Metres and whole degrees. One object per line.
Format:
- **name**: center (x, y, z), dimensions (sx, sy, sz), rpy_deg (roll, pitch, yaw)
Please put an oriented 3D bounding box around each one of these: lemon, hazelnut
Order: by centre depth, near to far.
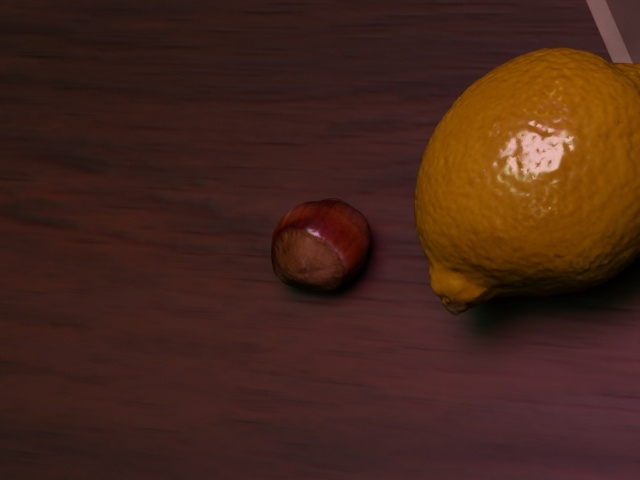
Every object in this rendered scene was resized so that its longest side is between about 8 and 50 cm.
- **lemon**: center (0.169, -0.047, 1.274), dimensions (0.244, 0.187, 0.187), rpy_deg (-45, 61, 8)
- **hazelnut**: center (0.000, 0.000, 1.395), dimensions (0.086, 0.086, 0.086), rpy_deg (-8, 68, 20)

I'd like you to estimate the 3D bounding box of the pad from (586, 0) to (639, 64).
- **pad**: center (0.324, -0.158, 1.355), dimensions (0.176, 0.002, 0.266), rpy_deg (-25, 63, 13)
